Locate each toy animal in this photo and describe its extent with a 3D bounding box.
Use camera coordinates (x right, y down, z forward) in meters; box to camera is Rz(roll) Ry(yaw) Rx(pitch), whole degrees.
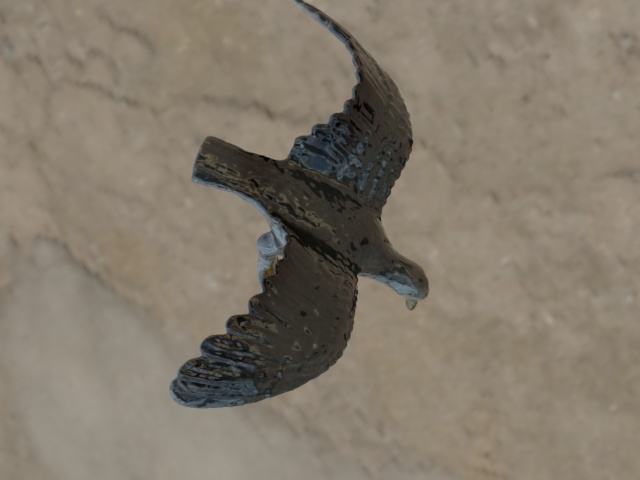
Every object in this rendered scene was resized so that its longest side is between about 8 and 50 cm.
[{"bbox_3d":[0.000,0.000,0.343,0.028,0.084,0.050,-2,150,35],"label":"toy animal"}]
